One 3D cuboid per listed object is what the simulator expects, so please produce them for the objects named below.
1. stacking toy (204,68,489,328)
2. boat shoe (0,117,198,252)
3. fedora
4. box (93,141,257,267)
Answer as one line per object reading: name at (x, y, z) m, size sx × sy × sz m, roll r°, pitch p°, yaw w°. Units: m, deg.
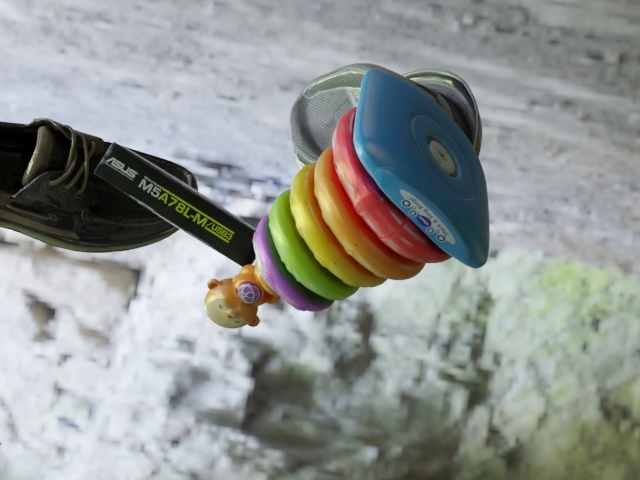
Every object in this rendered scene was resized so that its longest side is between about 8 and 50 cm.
stacking toy at (0.000, 0.000, 1.435) m, size 0.302 × 0.166 × 0.175 m, roll -34°, pitch 116°, yaw 27°
boat shoe at (-0.319, -0.070, 1.810) m, size 0.355 × 0.132 × 0.130 m, roll 4°, pitch 158°, yaw -8°
fedora at (0.049, -0.113, 1.714) m, size 0.124 × 0.244 × 0.275 m, roll 37°, pitch -176°, yaw -36°
box at (-0.141, -0.035, 1.609) m, size 0.184 × 0.045 × 0.190 m, roll 34°, pitch 180°, yaw -2°
